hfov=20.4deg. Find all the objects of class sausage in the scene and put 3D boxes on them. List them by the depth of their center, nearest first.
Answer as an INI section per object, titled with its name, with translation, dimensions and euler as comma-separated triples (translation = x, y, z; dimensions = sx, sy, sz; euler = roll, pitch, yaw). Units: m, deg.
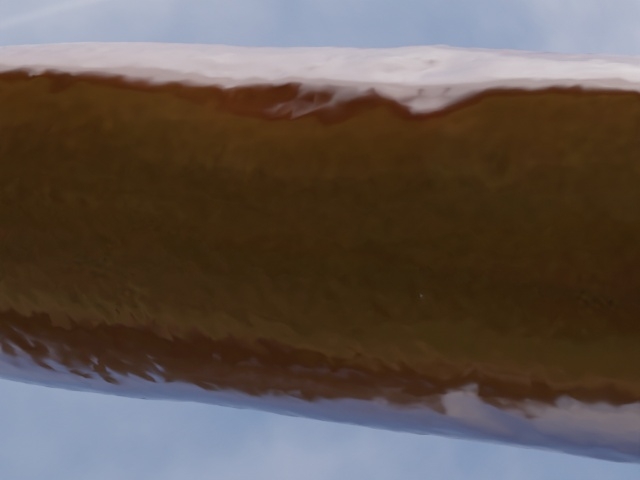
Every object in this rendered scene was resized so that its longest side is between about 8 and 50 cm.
[sausage]
translation = 0.000, 0.000, 0.403
dimensions = 0.300, 0.089, 0.083
euler = 2, -114, 23
